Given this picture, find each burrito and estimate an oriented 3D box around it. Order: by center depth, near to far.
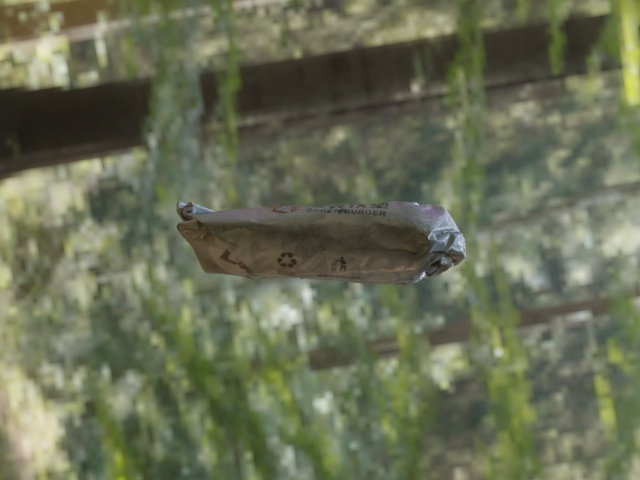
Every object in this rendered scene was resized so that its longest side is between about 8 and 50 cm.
[{"bbox_3d":[0.000,0.001,1.315,0.064,0.203,0.064,1,90,-83],"label":"burrito"}]
